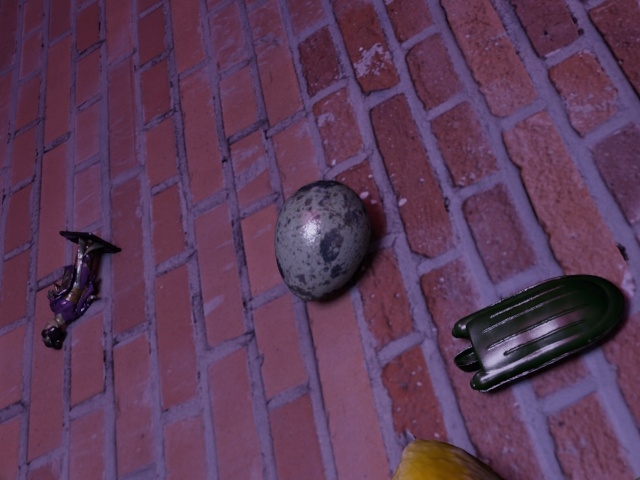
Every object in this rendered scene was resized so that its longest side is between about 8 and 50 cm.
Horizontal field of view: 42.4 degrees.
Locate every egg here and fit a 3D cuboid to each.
[{"bbox_3d":[0.000,0.000,1.145,0.132,0.132,0.172,8,78,36],"label":"egg"}]

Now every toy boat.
[{"bbox_3d":[0.252,0.102,0.969,0.210,0.052,0.104,-27,47,14],"label":"toy boat"}]

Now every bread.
[{"bbox_3d":[0.130,0.307,0.828,0.170,0.197,0.197,-51,47,8],"label":"bread"}]

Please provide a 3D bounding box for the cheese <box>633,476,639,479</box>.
[{"bbox_3d":[0.305,0.321,0.780,0.227,0.064,0.137,-45,44,-3],"label":"cheese"}]

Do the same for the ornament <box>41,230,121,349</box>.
[{"bbox_3d":[-0.427,0.081,1.398,0.088,0.081,0.203,4,63,35],"label":"ornament"}]
